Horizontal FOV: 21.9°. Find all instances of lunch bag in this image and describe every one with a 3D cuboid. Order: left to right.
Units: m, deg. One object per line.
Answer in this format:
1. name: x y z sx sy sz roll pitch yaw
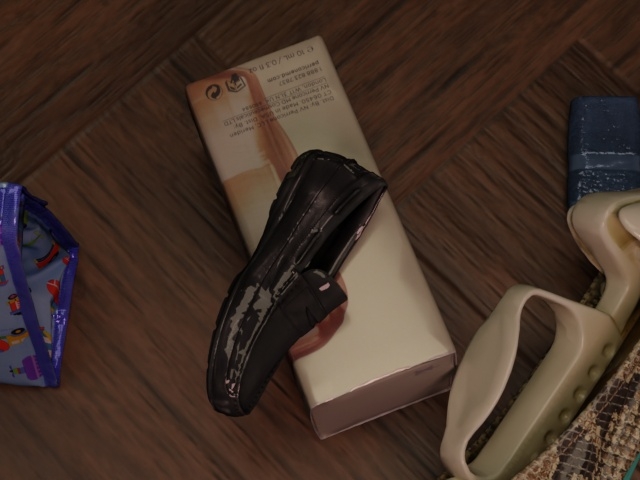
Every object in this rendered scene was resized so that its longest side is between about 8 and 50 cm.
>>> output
1. lunch bag: -0.328 0.013 1.311 0.221 0.293 0.138 5 72 2

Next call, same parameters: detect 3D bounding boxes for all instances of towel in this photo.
1. towel: 0.253 -0.070 1.475 0.067 0.029 0.119 3 73 1

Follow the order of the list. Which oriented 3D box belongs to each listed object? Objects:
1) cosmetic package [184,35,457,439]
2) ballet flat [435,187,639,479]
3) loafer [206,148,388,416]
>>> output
1. cosmetic package: 0.000 0.000 1.391 0.129 0.153 0.296 -21 72 -4
2. ballet flat: 0.231 0.078 1.344 0.182 0.164 0.482 42 77 -17
3. loafer: -0.019 0.035 1.262 0.078 0.076 0.223 19 73 20
